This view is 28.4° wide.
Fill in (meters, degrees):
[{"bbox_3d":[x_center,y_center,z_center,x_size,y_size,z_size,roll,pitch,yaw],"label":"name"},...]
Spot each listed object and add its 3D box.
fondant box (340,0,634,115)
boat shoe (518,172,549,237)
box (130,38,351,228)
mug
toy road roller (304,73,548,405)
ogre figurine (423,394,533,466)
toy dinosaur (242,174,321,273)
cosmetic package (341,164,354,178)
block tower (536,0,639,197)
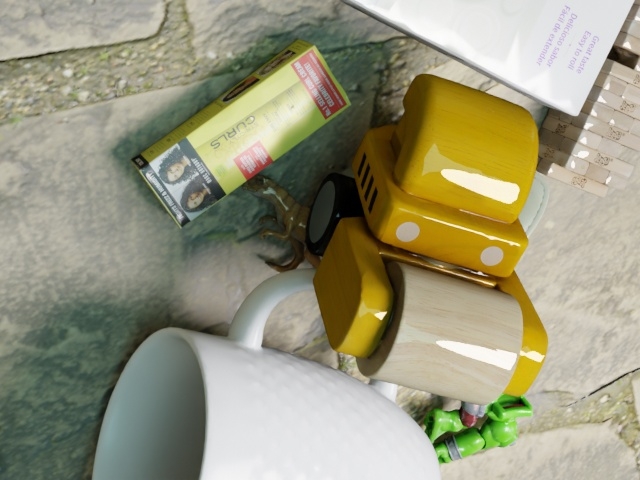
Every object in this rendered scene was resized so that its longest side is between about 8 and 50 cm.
[{"bbox_3d":[0.191,-0.314,1.397,0.330,0.096,0.238,23,97,-25],"label":"fondant box"},{"bbox_3d":[0.183,0.009,1.507,0.081,0.068,0.228,43,86,10],"label":"boat shoe"},{"bbox_3d":[-0.086,-0.117,1.375,0.232,0.058,0.087,-36,113,-7],"label":"box"},{"bbox_3d":[-0.033,0.214,1.386,0.328,0.276,0.374,16,89,-30],"label":"mug"},{"bbox_3d":[0.123,-0.017,1.287,0.203,0.329,0.240,15,119,-17],"label":"toy road roller"},{"bbox_3d":[0.192,0.193,1.549,0.118,0.097,0.197,2,94,-8],"label":"ogre figurine"},{"bbox_3d":[0.000,0.000,1.439,0.211,0.064,0.112,29,93,-25],"label":"toy dinosaur"},{"bbox_3d":[0.089,-0.082,1.458,0.115,0.041,0.060,-33,112,-8],"label":"cosmetic package"},{"bbox_3d":[0.365,-0.218,1.490,0.097,0.091,0.335,19,99,-24],"label":"block tower"}]
